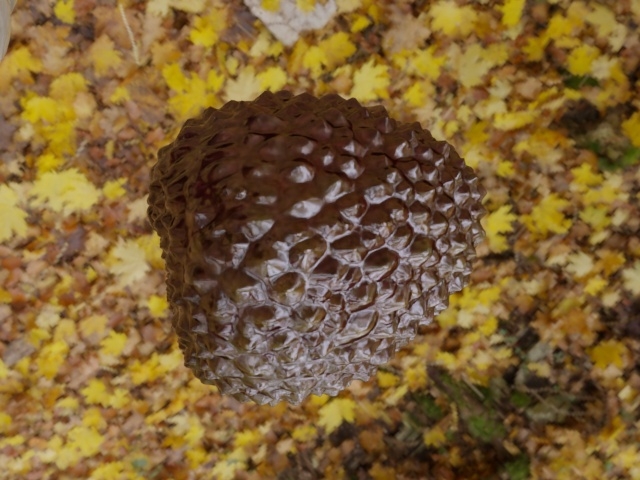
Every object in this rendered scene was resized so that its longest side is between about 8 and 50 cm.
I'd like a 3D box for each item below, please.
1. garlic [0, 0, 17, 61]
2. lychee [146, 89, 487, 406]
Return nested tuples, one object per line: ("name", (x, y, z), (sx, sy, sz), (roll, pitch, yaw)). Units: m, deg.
("garlic", (-0.234, -0.184, 0.449), (0.212, 0.218, 0.219), (-17, 160, 25))
("lychee", (0.000, 0.000, 0.661), (0.271, 0.271, 0.271), (-31, 148, -23))
